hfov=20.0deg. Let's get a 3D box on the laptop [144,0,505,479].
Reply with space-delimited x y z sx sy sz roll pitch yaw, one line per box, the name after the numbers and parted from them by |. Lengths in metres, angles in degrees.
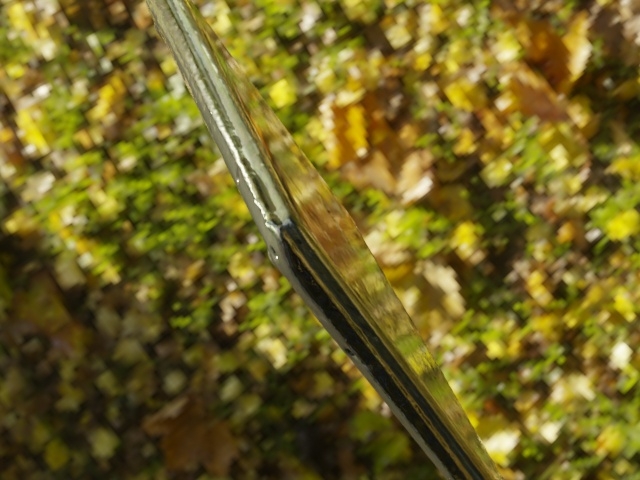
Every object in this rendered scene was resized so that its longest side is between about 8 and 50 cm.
0.000 0.000 0.518 0.129 0.016 0.180 52 -176 -31 | laptop
